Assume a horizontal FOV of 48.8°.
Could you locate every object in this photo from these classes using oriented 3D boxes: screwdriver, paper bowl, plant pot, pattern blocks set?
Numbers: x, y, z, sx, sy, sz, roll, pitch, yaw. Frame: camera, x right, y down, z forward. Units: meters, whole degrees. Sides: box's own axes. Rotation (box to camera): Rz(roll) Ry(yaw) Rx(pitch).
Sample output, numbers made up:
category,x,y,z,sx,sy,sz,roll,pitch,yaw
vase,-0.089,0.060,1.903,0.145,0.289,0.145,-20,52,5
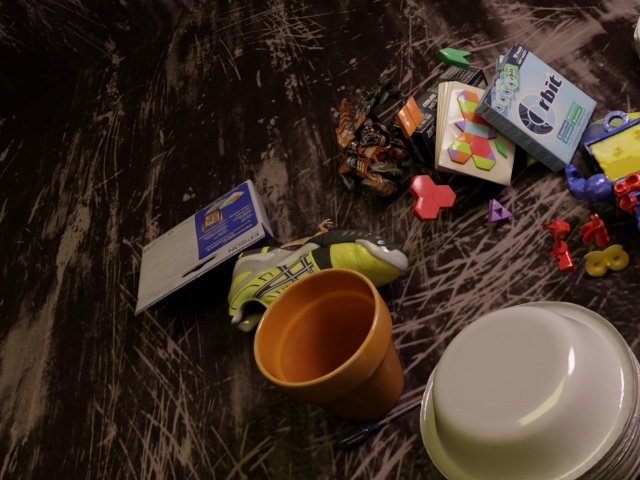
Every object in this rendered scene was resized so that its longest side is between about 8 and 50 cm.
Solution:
category,x,y,z,sx,sy,sz,roll,pitch,yaw
screwdriver,0.101,0.275,1.066,0.170,0.024,0.025,-24,69,5
paper bowl,0.257,0.199,0.892,0.284,0.148,0.284,-27,35,21
plant pot,0.033,0.178,1.072,0.205,0.188,0.205,-20,41,19
pattern blocks set,0.273,-0.188,1.239,0.285,0.026,0.325,0,75,-13

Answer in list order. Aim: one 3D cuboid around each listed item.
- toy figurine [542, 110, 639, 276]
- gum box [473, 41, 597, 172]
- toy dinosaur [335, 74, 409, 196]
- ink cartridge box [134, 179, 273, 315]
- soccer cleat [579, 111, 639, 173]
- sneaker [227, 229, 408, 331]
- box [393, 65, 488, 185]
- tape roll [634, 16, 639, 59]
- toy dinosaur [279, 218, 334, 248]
category,x,y,z,sx,sy,sz,roll,pitch,yaw
toy figurine,0.469,-0.128,0.999,0.362,0.191,0.217,-28,49,26
gum box,0.381,-0.235,1.243,0.157,0.184,0.041,-59,8,-24
toy dinosaur,0.102,-0.223,1.468,0.218,0.164,0.322,-46,59,14
ink cartridge box,-0.246,0.024,1.493,0.303,0.072,0.307,-31,29,5
soccer cleat,0.562,-0.181,1.119,0.289,0.093,0.121,-6,41,32
sneaker,-0.009,0.085,1.257,0.384,0.145,0.147,-15,50,39
box,0.248,-0.220,1.345,0.180,0.147,0.077,-47,40,-12
tape roll,0.747,-0.377,1.192,0.392,0.072,0.392,-21,42,20
toy dinosaur,0.000,0.000,1.349,0.183,0.053,0.092,5,27,12
